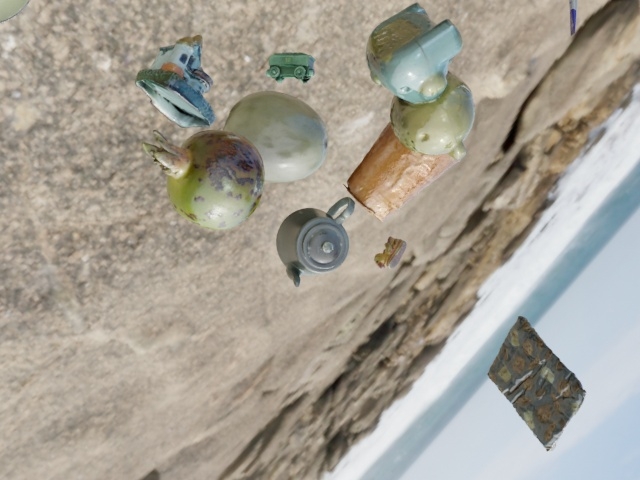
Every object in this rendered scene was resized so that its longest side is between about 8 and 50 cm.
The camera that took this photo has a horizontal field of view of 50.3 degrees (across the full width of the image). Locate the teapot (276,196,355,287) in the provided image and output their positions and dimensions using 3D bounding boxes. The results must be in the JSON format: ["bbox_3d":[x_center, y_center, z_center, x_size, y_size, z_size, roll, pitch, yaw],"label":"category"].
[{"bbox_3d":[0.000,0.000,1.551,0.239,0.162,0.149,-54,-164,-7],"label":"teapot"}]

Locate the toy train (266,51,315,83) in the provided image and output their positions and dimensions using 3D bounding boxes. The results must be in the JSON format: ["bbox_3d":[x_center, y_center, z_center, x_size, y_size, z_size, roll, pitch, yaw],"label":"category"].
[{"bbox_3d":[-0.099,-0.578,2.276,0.070,0.172,0.099,14,82,-71],"label":"toy train"}]

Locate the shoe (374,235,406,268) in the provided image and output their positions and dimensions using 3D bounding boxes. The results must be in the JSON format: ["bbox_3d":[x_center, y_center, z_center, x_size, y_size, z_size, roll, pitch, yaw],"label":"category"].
[{"bbox_3d":[0.215,0.039,2.100,0.072,0.069,0.109,20,99,-53],"label":"shoe"}]

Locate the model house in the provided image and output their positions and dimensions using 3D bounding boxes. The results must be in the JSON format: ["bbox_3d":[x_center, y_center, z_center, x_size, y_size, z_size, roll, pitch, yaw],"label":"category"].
[{"bbox_3d":[-0.413,-0.531,2.131,0.253,0.184,0.291,41,59,-52],"label":"model house"}]

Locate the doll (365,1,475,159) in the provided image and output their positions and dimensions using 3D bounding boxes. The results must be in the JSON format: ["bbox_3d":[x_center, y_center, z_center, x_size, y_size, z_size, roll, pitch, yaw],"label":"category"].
[{"bbox_3d":[0.191,-0.275,1.255,0.161,0.177,0.260,-34,130,-3],"label":"doll"}]

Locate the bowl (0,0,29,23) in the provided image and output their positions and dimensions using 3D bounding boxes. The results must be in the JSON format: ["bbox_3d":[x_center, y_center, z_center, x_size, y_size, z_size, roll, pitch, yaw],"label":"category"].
[{"bbox_3d":[-0.729,-0.591,1.449,0.238,0.126,0.237,-10,126,-14],"label":"bowl"}]

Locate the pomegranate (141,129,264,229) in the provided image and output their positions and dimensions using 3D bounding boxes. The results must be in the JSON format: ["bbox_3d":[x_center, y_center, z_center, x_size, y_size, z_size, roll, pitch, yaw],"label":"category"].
[{"bbox_3d":[-0.225,-0.134,1.314,0.198,0.246,0.198,-51,-164,20],"label":"pomegranate"}]

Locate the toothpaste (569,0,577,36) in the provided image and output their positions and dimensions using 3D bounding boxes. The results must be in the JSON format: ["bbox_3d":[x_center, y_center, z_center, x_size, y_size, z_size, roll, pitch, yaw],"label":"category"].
[{"bbox_3d":[0.488,-0.439,1.317,0.024,0.015,0.083,-84,174,-87],"label":"toothpaste"}]

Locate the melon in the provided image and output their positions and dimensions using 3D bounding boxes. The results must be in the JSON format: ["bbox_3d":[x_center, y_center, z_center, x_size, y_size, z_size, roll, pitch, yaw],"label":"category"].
[{"bbox_3d":[-0.132,-0.287,1.920,0.271,0.308,0.272,-56,177,-5],"label":"melon"}]

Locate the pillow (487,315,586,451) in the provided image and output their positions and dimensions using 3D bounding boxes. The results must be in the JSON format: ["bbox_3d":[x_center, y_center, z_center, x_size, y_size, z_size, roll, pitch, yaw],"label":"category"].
[{"bbox_3d":[0.468,0.309,1.498,0.034,0.255,0.189,2,123,-24],"label":"pillow"}]

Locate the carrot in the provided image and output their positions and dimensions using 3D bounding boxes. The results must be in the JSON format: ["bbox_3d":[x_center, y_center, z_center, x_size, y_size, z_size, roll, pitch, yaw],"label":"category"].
[{"bbox_3d":[0.176,-0.179,1.596,0.254,0.196,0.196,-43,163,12],"label":"carrot"}]
